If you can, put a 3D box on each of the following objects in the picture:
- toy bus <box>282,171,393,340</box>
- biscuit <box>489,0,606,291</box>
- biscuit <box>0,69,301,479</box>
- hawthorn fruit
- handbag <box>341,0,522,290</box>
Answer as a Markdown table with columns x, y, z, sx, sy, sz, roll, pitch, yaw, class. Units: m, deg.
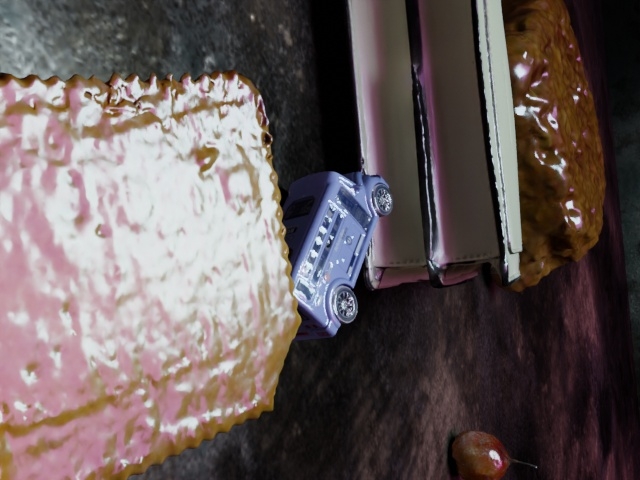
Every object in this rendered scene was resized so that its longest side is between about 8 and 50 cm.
| x | y | z | sx | sy | sz | roll | pitch | yaw | class |
| --- | --- | --- | --- | --- | --- | --- | --- | --- | --- |
| 0.000 | 0.000 | 0.558 | 0.076 | 0.073 | 0.168 | 45 | 49 | -31 | toy bus |
| 0.320 | -0.172 | 1.020 | 0.395 | 0.166 | 0.343 | 63 | 35 | -27 | biscuit |
| -0.104 | 0.016 | 0.399 | 0.232 | 0.013 | 0.237 | -14 | 97 | -44 | biscuit |
| 0.217 | 0.271 | 0.829 | 0.066 | 0.103 | 0.067 | -8 | 90 | -67 | hawthorn fruit |
| 0.128 | -0.131 | 0.715 | 0.236 | 0.160 | 0.359 | -1 | 86 | -64 | handbag |
